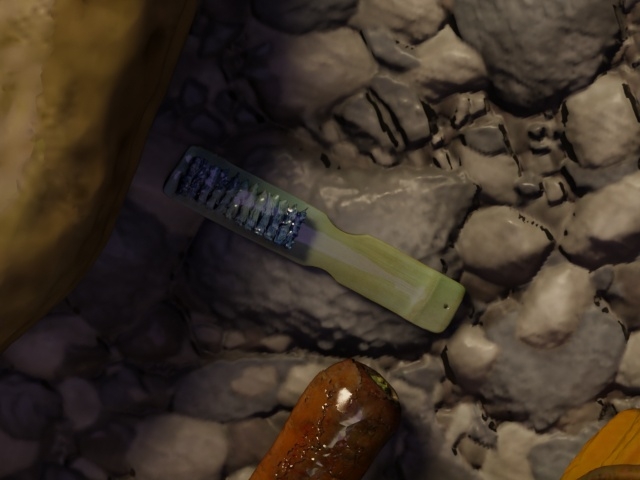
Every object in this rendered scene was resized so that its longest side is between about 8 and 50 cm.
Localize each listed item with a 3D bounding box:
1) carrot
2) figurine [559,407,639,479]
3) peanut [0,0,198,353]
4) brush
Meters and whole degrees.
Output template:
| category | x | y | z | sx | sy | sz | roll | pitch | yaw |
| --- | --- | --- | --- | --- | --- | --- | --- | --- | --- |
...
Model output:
| category | x | y | z | sx | sy | sz | roll | pitch | yaw |
| --- | --- | --- | --- | --- | --- | --- | --- | --- | --- |
| carrot | -0.017 | 0.137 | 0.969 | 0.055 | 0.055 | 0.161 | 36 | 95 | -12 |
| figurine | 0.141 | 0.194 | 0.948 | 0.332 | 0.185 | 0.204 | -19 | 125 | -21 |
| peanut | -0.178 | -0.071 | 0.854 | 0.192 | 0.169 | 0.387 | 22 | 95 | -5 |
| brush | 0.000 | 0.000 | 0.962 | 0.178 | 0.030 | 0.033 | 27 | 84 | -11 |
